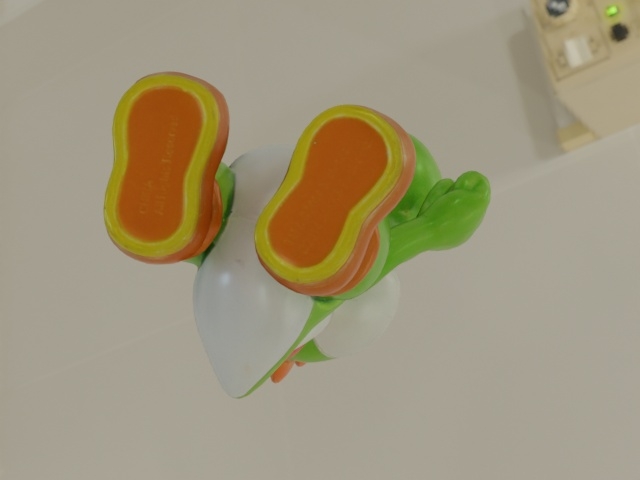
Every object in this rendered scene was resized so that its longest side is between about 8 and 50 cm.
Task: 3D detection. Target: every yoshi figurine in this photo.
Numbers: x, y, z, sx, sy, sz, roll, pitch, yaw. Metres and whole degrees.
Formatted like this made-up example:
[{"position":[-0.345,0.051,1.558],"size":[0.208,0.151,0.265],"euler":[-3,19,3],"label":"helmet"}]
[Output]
[{"position":[0.000,-0.028,0.777],"size":[0.203,0.203,0.362],"euler":[62,4,15],"label":"yoshi figurine"}]
